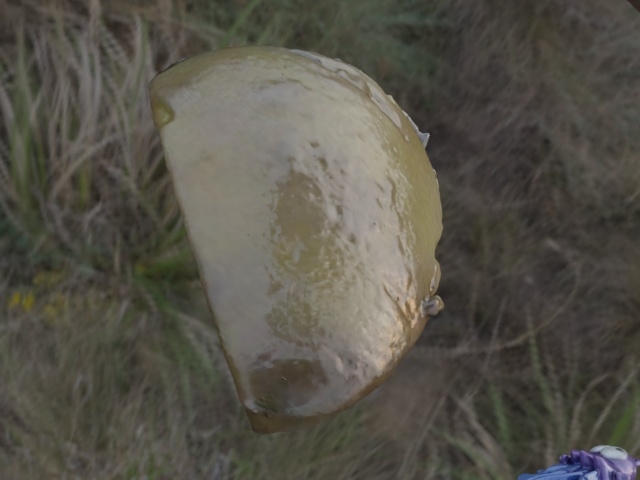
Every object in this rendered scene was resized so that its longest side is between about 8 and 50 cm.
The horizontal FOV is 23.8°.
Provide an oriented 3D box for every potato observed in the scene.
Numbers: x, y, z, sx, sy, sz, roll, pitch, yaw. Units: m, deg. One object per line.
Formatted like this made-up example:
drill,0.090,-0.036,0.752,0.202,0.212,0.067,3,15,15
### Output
potato,-0.002,-0.023,1.136,0.211,0.189,0.264,-15,35,0

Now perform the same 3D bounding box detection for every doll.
doll,0.295,0.280,1.774,0.206,0.110,0.067,-10,98,-31

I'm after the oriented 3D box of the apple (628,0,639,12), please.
apple,0.235,-0.257,0.828,0.288,0.288,0.317,-34,92,-29
